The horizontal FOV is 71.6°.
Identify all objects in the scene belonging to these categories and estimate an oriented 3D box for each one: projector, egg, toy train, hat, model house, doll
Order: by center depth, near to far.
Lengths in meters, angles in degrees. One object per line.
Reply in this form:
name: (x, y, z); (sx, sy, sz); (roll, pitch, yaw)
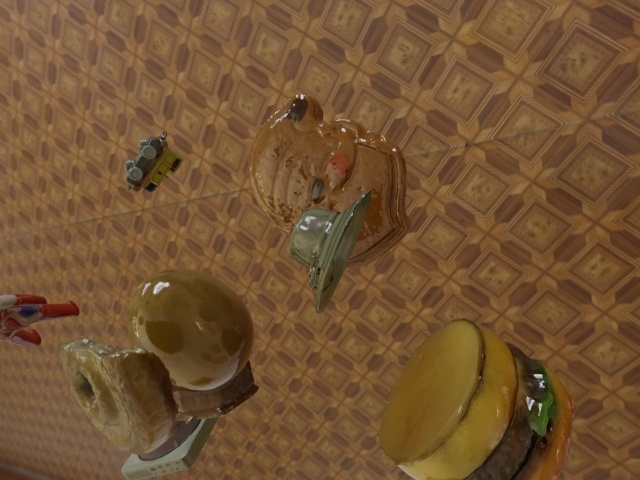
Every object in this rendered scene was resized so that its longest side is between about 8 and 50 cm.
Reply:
hat: (0.000, 0.000, 0.820); (0.110, 0.252, 0.252); (22, 121, 10)
doll: (-0.720, 0.177, 0.981); (0.188, 0.384, 0.099); (-37, 77, -4)
egg: (-0.292, 0.199, 1.009); (0.250, 0.250, 0.322); (-8, 132, 30)
model house: (-0.322, 0.385, 1.301); (0.199, 0.219, 0.229); (-8, 92, 19)
toy train: (-0.515, -0.229, 1.367); (0.219, 0.127, 0.089); (-55, 38, 5)
projector: (-0.458, 0.628, 1.412); (0.257, 0.259, 0.079); (-21, 107, 20)

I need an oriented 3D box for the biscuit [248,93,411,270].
biscuit: (0.011, -0.126, 1.068); (0.455, 0.078, 0.349); (33, 117, 18)

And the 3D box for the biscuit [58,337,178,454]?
biscuit: (-0.333, 0.254, 0.728); (0.274, 0.091, 0.213); (-15, 102, 41)

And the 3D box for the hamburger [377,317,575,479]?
hamburger: (0.339, 0.396, 0.987); (0.277, 0.396, 0.396); (34, 125, -3)
